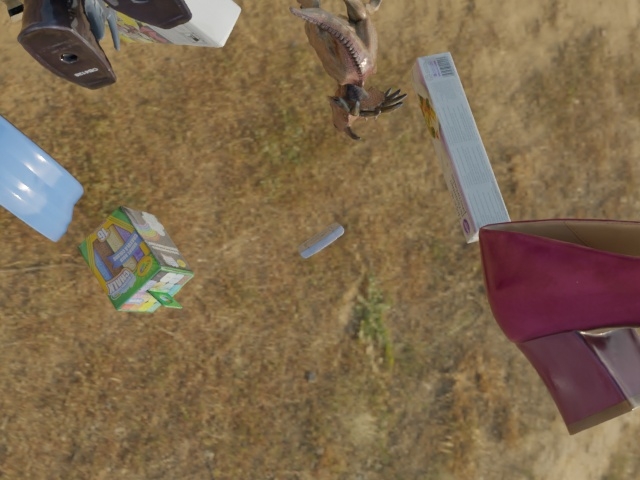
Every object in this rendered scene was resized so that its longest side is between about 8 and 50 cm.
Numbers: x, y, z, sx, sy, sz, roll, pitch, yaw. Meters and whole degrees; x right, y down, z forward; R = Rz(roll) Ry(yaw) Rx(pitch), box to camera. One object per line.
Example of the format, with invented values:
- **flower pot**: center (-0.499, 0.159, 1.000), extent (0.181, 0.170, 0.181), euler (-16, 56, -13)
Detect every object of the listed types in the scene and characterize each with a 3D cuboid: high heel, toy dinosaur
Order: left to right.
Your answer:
- **toy dinosaur**: center (0.042, -0.253, 1.258), extent (0.295, 0.127, 0.201), euler (-2, 80, -79)
- **high heel**: center (0.258, -0.016, 0.599), extent (0.127, 0.377, 0.181), euler (-6, 64, -48)

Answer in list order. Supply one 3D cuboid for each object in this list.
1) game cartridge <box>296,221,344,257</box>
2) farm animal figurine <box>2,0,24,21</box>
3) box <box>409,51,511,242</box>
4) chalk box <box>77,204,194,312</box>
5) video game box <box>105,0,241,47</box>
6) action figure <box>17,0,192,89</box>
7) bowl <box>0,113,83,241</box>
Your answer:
- **game cartridge**: center (0.000, 0.000, 1.499), extent (0.083, 0.056, 0.017), euler (-34, 100, -3)
- **farm animal figurine**: center (-0.451, -0.490, 1.511), extent (0.326, 0.330, 0.172), euler (-28, 79, -33)
- **box**: center (0.229, -0.158, 1.505), extent (0.067, 0.063, 0.324), euler (-14, 74, -12)
- **chalk box**: center (-0.354, 0.059, 1.789), extent (0.213, 0.132, 0.132), euler (54, 14, 21)
- **video game box**: center (-0.198, -0.244, 0.792), extent (0.205, 0.187, 0.048), euler (33, 77, -40)
- **action figure**: center (-0.143, -0.244, 0.526), extent (0.099, 0.185, 0.285), euler (20, 56, -58)
- **bowl**: center (-0.439, -0.145, 1.028), extent (0.391, 0.391, 0.077), euler (42, 79, -35)
